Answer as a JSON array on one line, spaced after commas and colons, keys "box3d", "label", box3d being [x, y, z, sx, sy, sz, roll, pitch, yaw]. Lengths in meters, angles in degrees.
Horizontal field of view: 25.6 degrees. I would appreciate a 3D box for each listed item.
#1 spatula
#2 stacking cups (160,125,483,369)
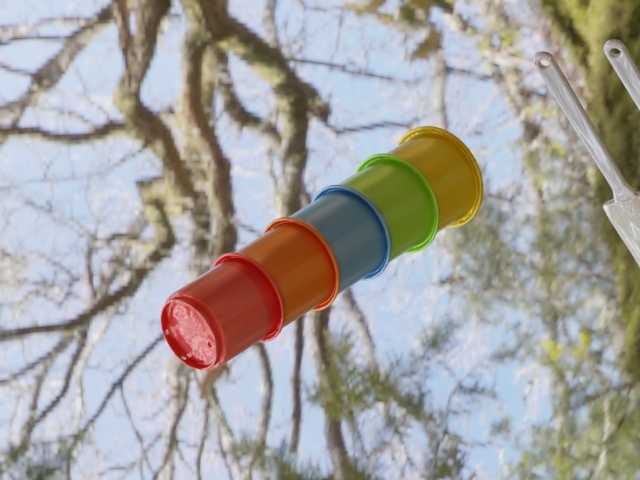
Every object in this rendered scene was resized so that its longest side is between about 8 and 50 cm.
[{"box3d": [0.290, -0.080, 1.151, 0.168, 0.242, 0.019, -16, -148, 34], "label": "spatula"}, {"box3d": [0.000, 0.000, 1.117, 0.096, 0.096, 0.316, 39, -136, 24], "label": "stacking cups"}]
